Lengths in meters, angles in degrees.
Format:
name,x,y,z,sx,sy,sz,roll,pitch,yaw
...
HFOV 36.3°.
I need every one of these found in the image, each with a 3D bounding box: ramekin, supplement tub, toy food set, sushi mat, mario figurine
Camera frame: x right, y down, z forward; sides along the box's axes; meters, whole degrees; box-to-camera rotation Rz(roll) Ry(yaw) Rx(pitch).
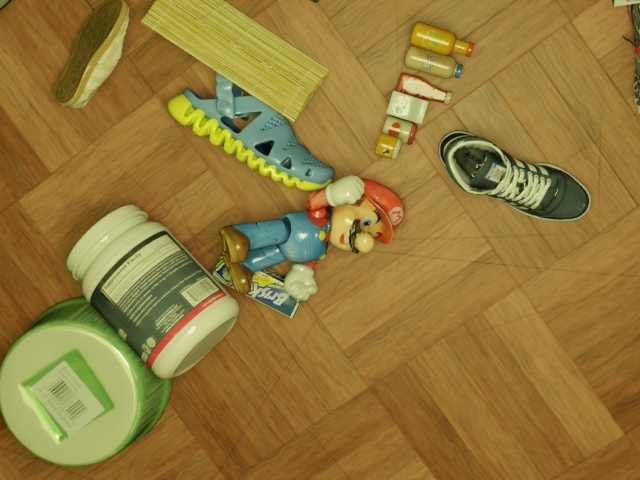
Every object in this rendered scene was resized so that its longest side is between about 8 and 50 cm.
name,x,y,z,sx,sy,sz,roll,pitch,yaw
ramekin,-0.437,0.264,1.794,0.303,0.148,0.303,1,99,6
supplement tub,-0.294,0.090,1.719,0.272,0.191,0.191,45,101,10
toy food set,0.177,-0.243,1.668,0.104,0.111,0.232,18,97,4
sushi mat,-0.144,-0.334,1.689,0.316,0.151,0.019,33,145,0
mario figurine,0.000,0.000,1.656,0.320,0.198,0.170,-20,86,-11

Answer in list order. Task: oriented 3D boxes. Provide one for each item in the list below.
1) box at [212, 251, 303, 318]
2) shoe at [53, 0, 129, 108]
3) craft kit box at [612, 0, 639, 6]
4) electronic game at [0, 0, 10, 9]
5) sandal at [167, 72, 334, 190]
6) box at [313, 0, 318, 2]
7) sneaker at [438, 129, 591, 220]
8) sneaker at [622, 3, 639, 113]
name,x,y,z,sx,sy,sz,roll,pitch,yaw
box,-0.108,0.076,1.775,0.169,0.059,0.054,26,103,2
shoe,-0.402,-0.333,1.752,0.076,0.058,0.219,36,98,31
craft kit box,0.564,-0.490,1.545,0.246,0.061,0.250,-8,56,10
electronic game,-0.634,-0.511,1.748,0.229,0.048,0.229,1,97,7
sandal,-0.107,-0.199,1.705,0.317,0.126,0.138,33,97,-1
box,-0.086,-0.587,1.612,0.290,0.177,0.279,26,101,2
sneaker,0.330,-0.100,1.652,0.282,0.153,0.099,24,101,2
sneaker,0.563,-0.302,1.608,0.120,0.112,0.299,-14,95,18
